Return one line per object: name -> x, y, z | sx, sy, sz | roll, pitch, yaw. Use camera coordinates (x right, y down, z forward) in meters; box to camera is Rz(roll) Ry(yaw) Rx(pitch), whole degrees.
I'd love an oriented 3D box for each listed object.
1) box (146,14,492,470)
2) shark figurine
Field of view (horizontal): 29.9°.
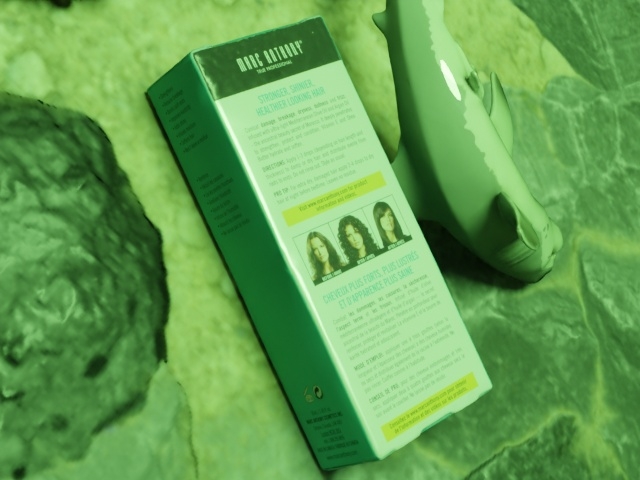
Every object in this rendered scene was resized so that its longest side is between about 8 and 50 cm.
box -> 0.000, 0.000, 0.692 | 0.100, 0.060, 0.244 | -24, 89, -38
shark figurine -> 0.056, -0.074, 0.739 | 0.278, 0.116, 0.166 | 65, 18, -9
